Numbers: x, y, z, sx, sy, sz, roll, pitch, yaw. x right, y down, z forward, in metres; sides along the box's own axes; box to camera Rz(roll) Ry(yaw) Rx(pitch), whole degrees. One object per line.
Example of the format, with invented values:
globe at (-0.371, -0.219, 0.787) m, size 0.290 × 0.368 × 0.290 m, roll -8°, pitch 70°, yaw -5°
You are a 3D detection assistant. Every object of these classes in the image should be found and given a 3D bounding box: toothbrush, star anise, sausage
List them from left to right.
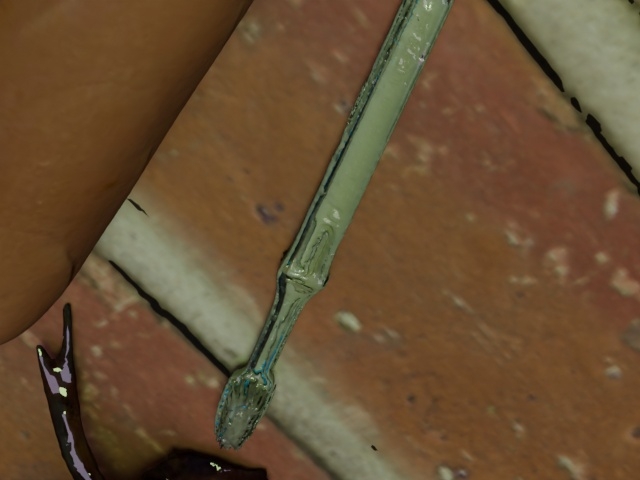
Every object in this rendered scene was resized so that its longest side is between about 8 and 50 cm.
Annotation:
sausage at (-0.109, -0.082, 0.654) m, size 0.121 × 0.121 × 0.304 m, roll 29°, pitch 128°, yaw -11°
star anise at (-0.131, 0.129, 0.856) m, size 0.140 × 0.158 × 0.144 m, roll -39°, pitch 79°, yaw 22°
toothbrush at (0.001, -0.004, 0.756) m, size 0.026 × 0.028 × 0.294 m, roll 20°, pitch 123°, yaw -6°
